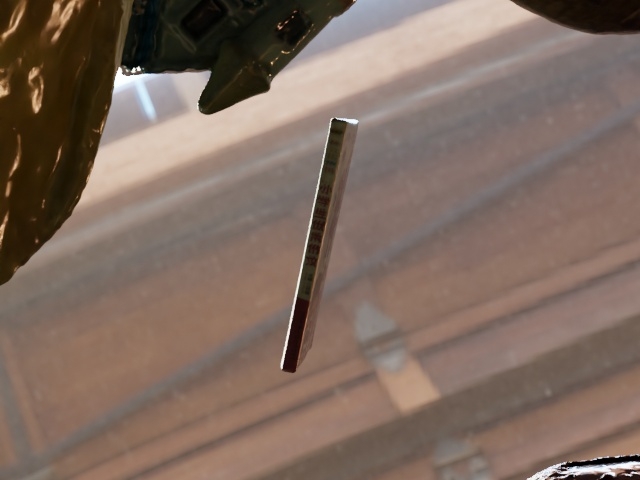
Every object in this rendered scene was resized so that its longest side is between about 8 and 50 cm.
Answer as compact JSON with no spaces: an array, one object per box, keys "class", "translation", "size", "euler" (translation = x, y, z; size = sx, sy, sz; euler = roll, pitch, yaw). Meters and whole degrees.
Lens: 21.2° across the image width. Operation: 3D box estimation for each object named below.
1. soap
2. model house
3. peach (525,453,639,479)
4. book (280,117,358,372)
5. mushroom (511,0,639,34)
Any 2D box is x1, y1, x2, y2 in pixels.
[{"class":"soap","translation":[-0.154,-0.205,0.902],"size":[0.115,0.306,0.427],"euler":[-1,-124,8]},{"class":"model house","translation":[-0.137,-0.236,1.550],"size":[0.325,0.267,0.194],"euler":[-46,-163,-7]},{"class":"peach","translation":[0.226,0.201,1.260],"size":[0.189,0.068,0.279],"euler":[8,-173,10]},{"class":"book","translation":[0.000,0.000,1.589],"size":[0.022,0.232,0.162],"euler":[13,-175,3]},{"class":"mushroom","translation":[0.089,-0.173,0.633],"size":[0.138,0.194,0.231],"euler":[-42,-155,23]}]
